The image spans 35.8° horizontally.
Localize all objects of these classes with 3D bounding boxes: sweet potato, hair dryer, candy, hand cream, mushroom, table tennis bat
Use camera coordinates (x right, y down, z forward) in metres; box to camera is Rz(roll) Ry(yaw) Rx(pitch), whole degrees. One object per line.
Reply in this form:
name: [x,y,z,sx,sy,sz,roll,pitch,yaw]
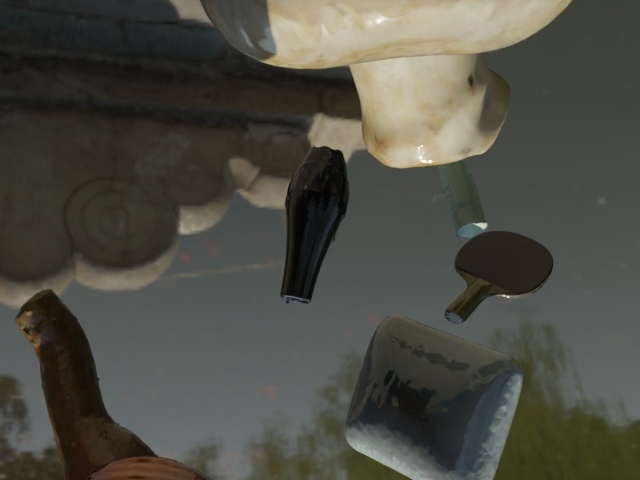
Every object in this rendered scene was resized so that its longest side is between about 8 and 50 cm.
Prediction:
sweet potato: [-0.203,0.226,0.981,0.109,0.385,0.109,-34,165,-10]
hair dryer: [0.000,0.000,1.514,0.091,0.235,0.271,9,168,10]
candy: [0.098,0.150,0.906,0.071,0.138,0.174,19,178,-40]
hand cream: [0.198,-0.103,1.469,0.050,0.204,0.078,-20,153,14]
mushroom: [0.056,-0.189,0.733,0.298,0.297,0.290,-7,120,4]
table tennis bat: [0.257,0.053,1.479,0.138,0.246,0.022,24,131,25]

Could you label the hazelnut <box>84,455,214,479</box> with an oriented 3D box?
hazelnut: [-0.106,0.218,0.655,0.150,0.150,0.150,-4,153,-2]
